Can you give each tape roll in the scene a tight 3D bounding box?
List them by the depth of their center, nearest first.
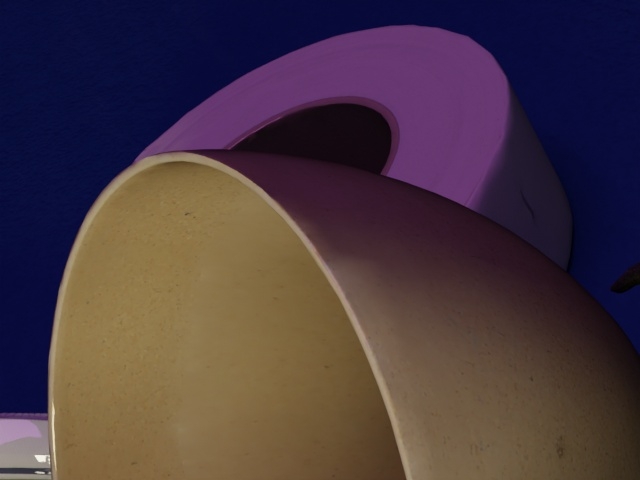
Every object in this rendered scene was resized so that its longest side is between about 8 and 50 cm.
[{"bbox_3d":[0.000,0.000,0.929,0.286,0.100,0.286,-22,34,15],"label":"tape roll"}]

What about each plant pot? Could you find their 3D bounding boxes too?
[{"bbox_3d":[0.032,0.096,0.666,0.191,0.284,0.284,-8,19,-34],"label":"plant pot"}]

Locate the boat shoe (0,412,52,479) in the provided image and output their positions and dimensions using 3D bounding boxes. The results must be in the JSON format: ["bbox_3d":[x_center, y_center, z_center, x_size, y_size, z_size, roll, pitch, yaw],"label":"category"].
[{"bbox_3d":[-0.247,0.163,0.942,0.302,0.109,0.094,-13,75,25],"label":"boat shoe"}]

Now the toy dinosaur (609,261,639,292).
[{"bbox_3d":[0.235,0.078,0.632,0.313,0.160,0.121,7,92,59],"label":"toy dinosaur"}]
